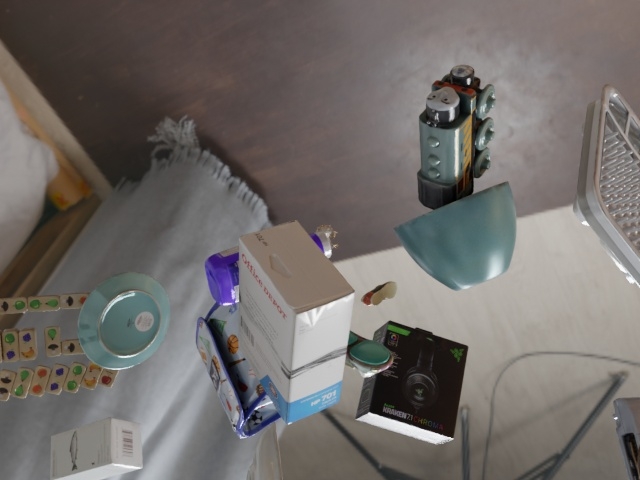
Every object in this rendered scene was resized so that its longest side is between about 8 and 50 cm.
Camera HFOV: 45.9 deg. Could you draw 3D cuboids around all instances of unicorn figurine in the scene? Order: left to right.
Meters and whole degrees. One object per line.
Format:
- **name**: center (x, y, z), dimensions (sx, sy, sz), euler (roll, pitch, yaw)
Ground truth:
- **unicorn figurine**: center (0.000, 0.000, 2.024), dimensions (0.162, 0.111, 0.060), euler (-24, 119, -22)

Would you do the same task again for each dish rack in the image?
- **dish rack**: center (0.530, -0.081, 1.316), dimensions (0.072, 0.333, 0.285), euler (-24, 122, 40)

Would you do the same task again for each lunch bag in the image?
- **lunch bag**: center (-0.166, 0.296, 2.030), dimensions (0.239, 0.328, 0.385), euler (11, 130, -48)

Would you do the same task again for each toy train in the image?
- **toy train**: center (0.295, -0.218, 1.682), dimensions (0.142, 0.190, 0.334), euler (23, 144, 27)

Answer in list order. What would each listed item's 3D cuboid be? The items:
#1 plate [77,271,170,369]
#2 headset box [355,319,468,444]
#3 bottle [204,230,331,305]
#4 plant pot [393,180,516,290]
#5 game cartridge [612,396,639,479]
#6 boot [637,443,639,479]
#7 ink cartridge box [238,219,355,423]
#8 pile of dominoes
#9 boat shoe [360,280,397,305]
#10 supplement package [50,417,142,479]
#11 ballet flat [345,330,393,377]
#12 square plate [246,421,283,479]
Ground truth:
- **plate**: center (-0.357, 0.151, 1.403), dimensions (0.024, 0.188, 0.188), euler (15, 141, 48)
- **headset box**: center (0.254, 0.380, 2.068), dimensions (0.246, 0.283, 0.131), euler (20, 154, -8)
- **bottle**: center (-0.113, 0.051, 1.691), dimensions (0.283, 0.092, 0.118), euler (-20, 120, -22)
- **plant pot**: center (0.343, 0.006, 1.791), dimensions (0.290, 0.290, 0.195), euler (-23, 87, 31)
- **game cartridge**: center (0.582, 0.390, 1.185), dimensions (0.198, 0.297, 0.062), euler (-1, 156, -15)
- **boot**: center (0.383, 0.261, 0.763), dimensions (0.082, 0.219, 0.106), euler (20, 158, -13)
- **ink cartridge box**: center (-0.035, 0.095, 0.884), dimensions (0.082, 0.139, 0.191), euler (-16, 135, -26)
- **pile of dominoes**: center (-0.501, 0.202, 1.437), dimensions (0.251, 0.040, 0.196), euler (-3, 95, -16)
- **boat shoe**: center (0.168, 0.149, 2.128), dimensions (0.043, 0.137, 0.049), euler (-2, 107, 41)
- **supplement package**: center (-0.502, 0.474, 1.695), dimensions (0.179, 0.105, 0.105), euler (-21, 152, 22)
- **ballet flat**: center (0.075, 0.237, 1.568), dimensions (0.221, 0.077, 0.079), euler (22, 130, 49)
- **square plate**: center (-0.102, 0.547, 1.262), dimensions (0.049, 0.344, 0.347), euler (4, 124, -10)
